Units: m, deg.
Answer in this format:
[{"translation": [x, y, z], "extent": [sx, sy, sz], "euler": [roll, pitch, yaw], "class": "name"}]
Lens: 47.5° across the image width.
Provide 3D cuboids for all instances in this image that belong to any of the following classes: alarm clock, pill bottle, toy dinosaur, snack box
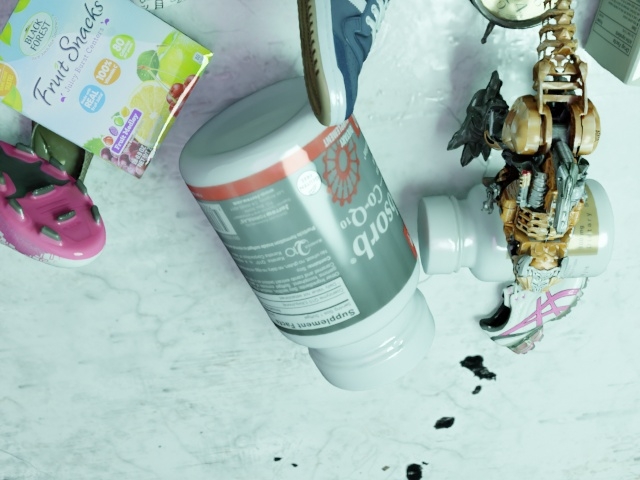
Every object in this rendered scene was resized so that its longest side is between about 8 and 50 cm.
[{"translation": [0.242, -0.318, 0.816], "extent": [0.192, 0.064, 0.129], "euler": [-27, 117, 17], "class": "alarm clock"}, {"translation": [0.000, 0.000, 0.906], "extent": [0.210, 0.210, 0.363], "euler": [-23, 119, 11], "class": "pill bottle"}, {"translation": [0.248, -0.012, 0.952], "extent": [0.229, 0.131, 0.131], "euler": [-3, 120, 0], "class": "pill bottle"}, {"translation": [0.253, -0.113, 0.800], "extent": [0.164, 0.218, 0.322], "euler": [22, 106, -5], "class": "toy dinosaur"}, {"translation": [-0.256, -0.198, 0.839], "extent": [0.207, 0.070, 0.174], "euler": [29, 97, -16], "class": "snack box"}]

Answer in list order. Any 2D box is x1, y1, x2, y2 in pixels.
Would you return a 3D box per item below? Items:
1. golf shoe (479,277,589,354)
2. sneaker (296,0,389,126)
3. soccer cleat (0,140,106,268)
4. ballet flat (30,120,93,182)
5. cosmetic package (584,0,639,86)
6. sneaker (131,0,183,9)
[{"translation": [0.308, 0.084, 1.046], "extent": [0.086, 0.067, 0.186], "euler": [28, 115, -15], "class": "golf shoe"}, {"translation": [0.054, -0.254, 0.756], "extent": [0.153, 0.282, 0.099], "euler": [-3, 163, -8], "class": "sneaker"}, {"translation": [-0.398, -0.054, 0.882], "extent": [0.331, 0.116, 0.143], "euler": [36, 128, 9], "class": "soccer cleat"}, {"translation": [-0.337, -0.092, 0.927], "extent": [0.084, 0.058, 0.250], "euler": [16, 118, -11], "class": "ballet flat"}, {"translation": [0.407, -0.318, 0.773], "extent": [0.129, 0.153, 0.296], "euler": [7, 120, -5], "class": "cosmetic package"}, {"translation": [-0.118, -0.361, 0.770], "extent": [0.270, 0.090, 0.145], "euler": [-41, 153, -9], "class": "sneaker"}]
